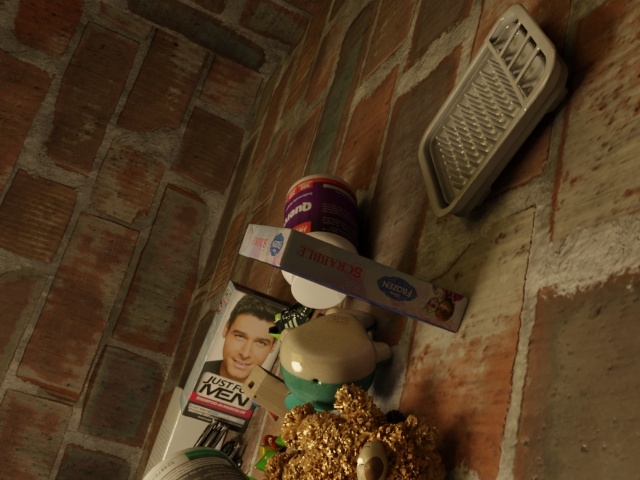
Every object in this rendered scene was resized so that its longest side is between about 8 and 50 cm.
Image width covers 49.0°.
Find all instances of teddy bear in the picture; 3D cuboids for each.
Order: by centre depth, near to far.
[{"bbox_3d":[0.029,0.336,1.072,0.245,0.113,0.338,-52,30,-14],"label":"teddy bear"}]

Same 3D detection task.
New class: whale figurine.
[{"bbox_3d":[0.027,0.217,1.319,0.272,0.216,0.141,-50,-35,-68],"label":"whale figurine"}]

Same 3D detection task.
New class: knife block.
[{"bbox_3d":[-0.340,0.610,1.845,0.088,0.275,0.242,177,85,-72],"label":"knife block"}]

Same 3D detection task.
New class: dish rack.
[{"bbox_3d":[0.293,-0.212,1.205,0.333,0.072,0.286,-57,21,31],"label":"dish rack"}]

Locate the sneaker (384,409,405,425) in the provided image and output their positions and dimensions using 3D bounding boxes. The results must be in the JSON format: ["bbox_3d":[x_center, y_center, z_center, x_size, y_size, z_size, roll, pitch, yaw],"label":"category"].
[{"bbox_3d":[0.101,0.345,1.158,0.135,0.052,0.058,-64,6,-13],"label":"sneaker"}]

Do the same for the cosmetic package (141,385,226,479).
[{"bbox_3d":[-0.430,0.689,2.128,0.230,0.161,0.453,-14,56,69],"label":"cosmetic package"}]

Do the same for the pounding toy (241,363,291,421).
[{"bbox_3d":[-0.118,0.373,1.662,0.100,0.130,0.141,-58,16,-9],"label":"pounding toy"}]

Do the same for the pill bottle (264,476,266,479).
[{"bbox_3d":[-0.034,0.470,1.263,0.221,0.124,0.124,-19,51,67],"label":"pill bottle"}]

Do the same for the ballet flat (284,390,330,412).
[{"bbox_3d":[0.008,0.308,1.447,0.087,0.083,0.247,-50,6,-31],"label":"ballet flat"}]

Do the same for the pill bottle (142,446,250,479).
[{"bbox_3d":[-0.144,0.493,1.093,0.361,0.204,0.204,23,91,54],"label":"pill bottle"}]

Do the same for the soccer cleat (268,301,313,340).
[{"bbox_3d":[-0.076,0.199,1.809,0.179,0.072,0.060,-55,21,36],"label":"soccer cleat"}]

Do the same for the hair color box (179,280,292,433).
[{"bbox_3d":[-0.232,0.321,1.940,0.375,0.185,0.113,-67,17,4],"label":"hair color box"}]

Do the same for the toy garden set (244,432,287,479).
[{"bbox_3d":[-0.131,0.513,1.514,0.244,0.049,0.204,-48,8,-23],"label":"toy garden set"}]

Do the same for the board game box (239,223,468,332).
[{"bbox_3d":[0.041,0.058,1.220,0.066,0.318,0.318,-69,16,-4],"label":"board game box"}]

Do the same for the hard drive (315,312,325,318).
[{"bbox_3d":[0.005,0.222,1.623,0.094,0.022,0.135,-69,17,-4],"label":"hard drive"}]

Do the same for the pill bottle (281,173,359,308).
[{"bbox_3d":[0.000,0.000,1.642,0.181,0.181,0.323,-55,21,36],"label":"pill bottle"}]
